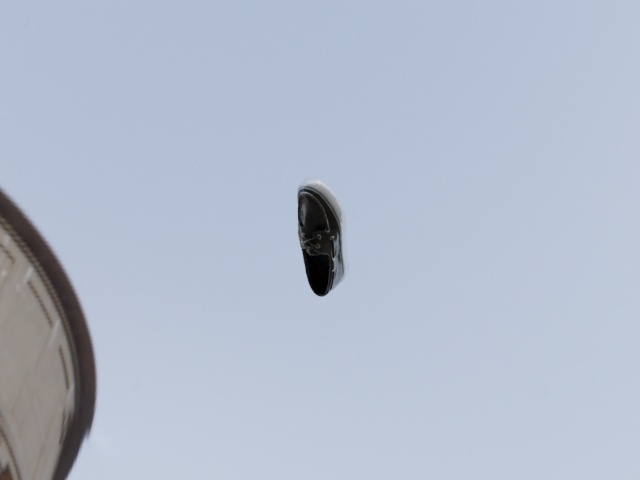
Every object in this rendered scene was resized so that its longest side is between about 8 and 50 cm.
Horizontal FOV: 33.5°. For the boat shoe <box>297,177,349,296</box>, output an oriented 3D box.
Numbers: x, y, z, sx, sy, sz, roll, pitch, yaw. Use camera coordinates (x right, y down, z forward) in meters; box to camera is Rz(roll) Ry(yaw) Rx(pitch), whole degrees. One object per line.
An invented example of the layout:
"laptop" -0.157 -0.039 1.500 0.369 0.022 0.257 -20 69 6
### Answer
"boat shoe" 0.000 0.000 1.076 0.049 0.040 0.142 14 -41 28
